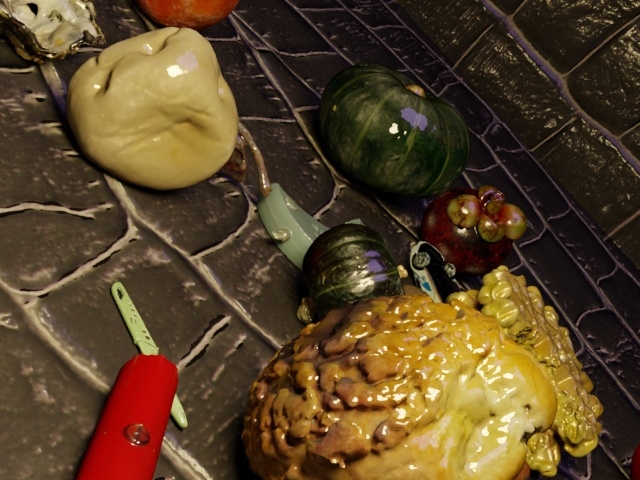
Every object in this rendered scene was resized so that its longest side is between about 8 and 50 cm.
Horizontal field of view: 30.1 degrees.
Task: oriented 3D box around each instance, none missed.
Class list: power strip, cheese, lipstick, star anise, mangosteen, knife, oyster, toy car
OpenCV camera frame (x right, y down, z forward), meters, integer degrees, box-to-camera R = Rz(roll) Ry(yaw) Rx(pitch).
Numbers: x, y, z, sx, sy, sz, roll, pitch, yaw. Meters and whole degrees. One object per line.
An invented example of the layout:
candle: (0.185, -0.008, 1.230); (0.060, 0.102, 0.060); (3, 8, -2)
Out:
power strip: (0.000, 0.000, 1.835); (0.253, 0.054, 0.167); (20, 33, -49)
cheese: (-0.211, -0.171, 1.557); (0.235, 0.218, 0.117); (7, 36, -26)
lipstick: (-0.189, 0.210, 1.126); (0.073, 0.073, 0.279); (39, 24, -16)
star anise: (-0.168, -0.158, 1.757); (0.231, 0.089, 0.209); (21, 39, -24)
mangosteen: (0.282, -0.024, 2.184); (0.200, 0.200, 0.200); (38, 24, -20)
knife: (-0.191, 0.126, 1.336); (0.030, 0.014, 0.207); (12, 40, -52)
oyster: (-0.403, -0.321, 1.630); (0.223, 0.083, 0.214); (27, 25, -27)
toy car: (0.208, 0.091, 2.040); (0.095, 0.056, 0.205); (20, 38, -47)

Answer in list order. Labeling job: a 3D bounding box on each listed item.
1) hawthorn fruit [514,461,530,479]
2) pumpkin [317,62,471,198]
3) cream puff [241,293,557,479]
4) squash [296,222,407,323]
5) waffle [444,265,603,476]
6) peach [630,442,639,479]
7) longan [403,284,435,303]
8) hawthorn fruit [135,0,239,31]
hawthorn fruit: (0.255, 0.323, 1.728); (0.103, 0.067, 0.067); (45, 22, 2)
pumpkin: (0.129, -0.197, 2.194); (0.300, 0.207, 0.300); (23, 23, -11)
cream puff: (0.076, 0.177, 1.303); (0.327, 0.343, 0.231); (-86, 152, -82)
squash: (0.047, 0.065, 1.662); (0.193, 0.156, 0.193); (0, 90, -78)
waffle: (0.319, 0.198, 1.891); (0.324, 0.151, 0.261); (57, 18, -15)
peach: (0.640, 0.412, 2.107); (0.197, 0.197, 0.197); (38, 24, -20)
longan: (0.138, 0.122, 1.823); (0.113, 0.092, 0.113); (52, 5, -7)
hawthorn fruit: (-0.246, -0.490, 1.994); (0.272, 0.242, 0.242); (34, 25, -27)
